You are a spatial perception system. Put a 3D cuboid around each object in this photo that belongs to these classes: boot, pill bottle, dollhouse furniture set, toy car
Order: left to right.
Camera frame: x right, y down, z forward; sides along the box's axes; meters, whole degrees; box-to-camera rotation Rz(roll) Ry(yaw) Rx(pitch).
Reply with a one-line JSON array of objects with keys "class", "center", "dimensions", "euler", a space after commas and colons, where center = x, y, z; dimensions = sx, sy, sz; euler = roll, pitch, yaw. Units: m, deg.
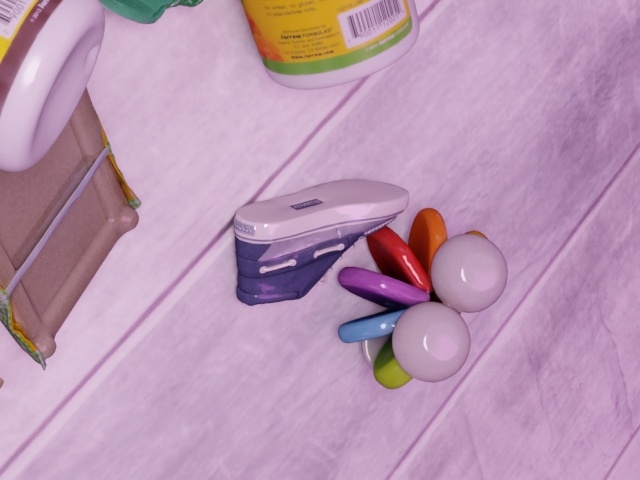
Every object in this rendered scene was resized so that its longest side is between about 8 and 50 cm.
[{"class": "pill bottle", "center": [-0.243, -0.134, 0.614], "dimensions": [0.215, 0.117, 0.117], "euler": [26, 82, -3]}, {"class": "dollhouse furniture set", "center": [-0.274, 0.009, 0.729], "dimensions": [0.197, 0.151, 0.301], "euler": [82, 29, -50]}, {"class": "pill bottle", "center": [-0.014, -0.257, 0.843], "dimensions": [0.136, 0.136, 0.245], "euler": [-39, 126, -29]}, {"class": "boot", "center": [0.000, 0.000, 0.996], "dimensions": [0.190, 0.069, 0.086], "euler": [-12, 119, -33]}, {"class": "toy car", "center": [0.085, 0.052, 1.050], "dimensions": [0.136, 0.159, 0.182], "euler": [32, 78, -9]}]

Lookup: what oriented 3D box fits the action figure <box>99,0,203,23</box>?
[{"class": "action figure", "center": [-0.173, -0.218, 0.754], "dimensions": [0.232, 0.063, 0.137], "euler": [23, 85, -41]}]
